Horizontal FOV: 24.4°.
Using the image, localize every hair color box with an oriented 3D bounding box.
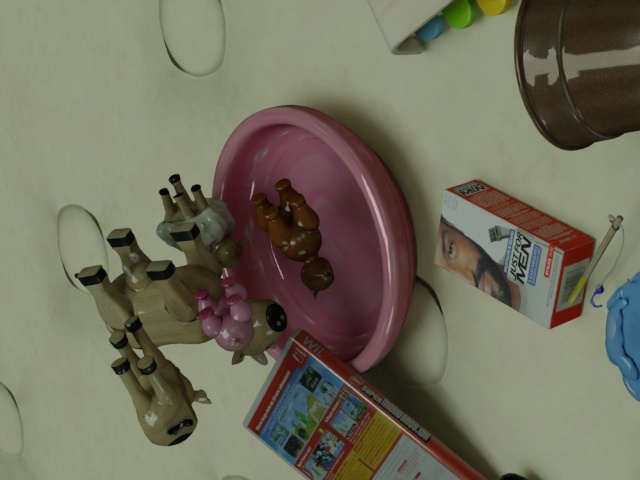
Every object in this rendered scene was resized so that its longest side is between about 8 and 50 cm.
[{"bbox_3d":[0.198,0.012,1.537,0.167,0.053,0.093,31,127,42],"label":"hair color box"}]

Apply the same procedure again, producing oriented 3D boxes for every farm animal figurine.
[{"bbox_3d":[-0.138,0.089,1.654,0.327,0.330,0.172,10,136,45],"label":"farm animal figurine"}]

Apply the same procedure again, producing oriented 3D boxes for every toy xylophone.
[{"bbox_3d":[0.129,-0.324,1.472,0.323,0.081,0.236,-21,87,52],"label":"toy xylophone"}]

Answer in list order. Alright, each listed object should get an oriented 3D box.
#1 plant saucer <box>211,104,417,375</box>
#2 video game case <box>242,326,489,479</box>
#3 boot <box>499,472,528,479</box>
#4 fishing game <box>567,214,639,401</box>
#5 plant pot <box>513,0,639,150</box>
[{"bbox_3d":[0.000,0.000,1.748,0.332,0.084,0.332,23,120,45],"label":"plant saucer"},{"bbox_3d":[0.048,0.250,1.743,0.285,0.025,0.204,38,138,10],"label":"video game case"},{"bbox_3d":[0.230,0.402,1.610,0.248,0.090,0.207,53,140,28],"label":"boot"},{"bbox_3d":[0.349,0.107,1.399,0.264,0.041,0.189,44,143,26],"label":"fishing game"},{"bbox_3d":[0.283,-0.167,1.292,0.165,0.167,0.167,-3,101,43],"label":"plant pot"}]
